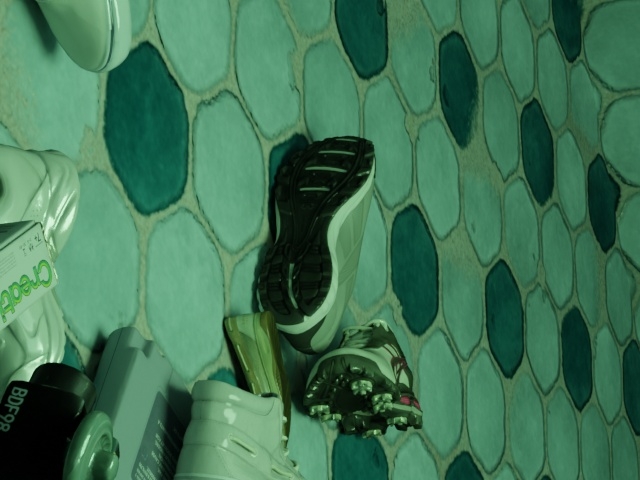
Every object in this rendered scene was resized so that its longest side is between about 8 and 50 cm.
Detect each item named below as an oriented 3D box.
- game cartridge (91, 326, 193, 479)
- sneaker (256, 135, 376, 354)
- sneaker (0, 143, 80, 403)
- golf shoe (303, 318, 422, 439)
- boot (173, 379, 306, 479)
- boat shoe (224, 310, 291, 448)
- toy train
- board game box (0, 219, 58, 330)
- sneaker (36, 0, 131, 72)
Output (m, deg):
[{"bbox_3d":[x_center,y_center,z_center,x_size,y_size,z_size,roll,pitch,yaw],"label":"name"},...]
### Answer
[{"bbox_3d":[-0.140,0.244,1.793,0.196,0.060,0.294,-79,151,-43],"label":"game cartridge"},{"bbox_3d":[0.000,0.000,2.149,0.108,0.100,0.271,69,32,-51],"label":"sneaker"},{"bbox_3d":[-0.262,0.032,1.551,0.115,0.090,0.232,17,69,-44],"label":"sneaker"},{"bbox_3d":[0.039,0.141,2.186,0.273,0.105,0.120,49,33,-71],"label":"golf shoe"},{"bbox_3d":[-0.043,0.202,1.839,0.258,0.095,0.123,33,61,-59],"label":"boot"},{"bbox_3d":[-0.061,0.144,2.026,0.056,0.048,0.153,-77,159,-63],"label":"boat shoe"},{"bbox_3d":[-0.238,0.249,1.419,0.190,0.142,0.334,92,14,-48],"label":"toy train"},{"bbox_3d":[-0.318,0.070,1.246,0.305,0.193,0.053,-46,125,-61],"label":"board game box"},{"bbox_3d":[-0.242,-0.249,1.672,0.091,0.094,0.258,-42,119,-41],"label":"sneaker"}]
